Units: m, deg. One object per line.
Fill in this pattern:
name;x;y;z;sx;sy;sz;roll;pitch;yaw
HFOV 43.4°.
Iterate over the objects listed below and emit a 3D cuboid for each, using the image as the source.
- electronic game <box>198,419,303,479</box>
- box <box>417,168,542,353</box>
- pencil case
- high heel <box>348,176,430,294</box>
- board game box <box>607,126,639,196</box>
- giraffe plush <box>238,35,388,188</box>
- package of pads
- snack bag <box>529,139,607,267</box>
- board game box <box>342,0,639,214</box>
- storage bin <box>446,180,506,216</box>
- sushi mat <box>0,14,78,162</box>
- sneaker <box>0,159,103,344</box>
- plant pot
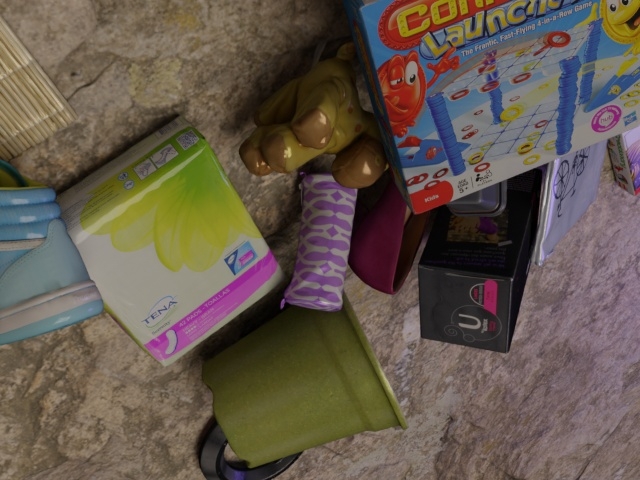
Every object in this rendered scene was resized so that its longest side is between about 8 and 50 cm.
electronic game;-0.109;0.356;1.438;0.229;0.048;0.229;-18;130;-23
box;0.255;0.018;1.269;0.270;0.143;0.165;-62;153;-43
pencil case;0.000;0.000;1.145;0.088;0.206;0.086;8;166;-5
high heel;0.178;-0.092;1.197;0.377;0.181;0.127;-51;136;9
board game box;0.681;-0.247;1.530;0.305;0.053;0.193;-40;136;-3
giraffe plush;0.025;-0.136;1.045;0.170;0.181;0.210;42;64;-26
package of pads;-0.202;0.011;1.067;0.229;0.101;0.296;-36;135;-9
snack bag;0.411;-0.165;1.285;0.323;0.037;0.342;-35;133;-49
board game box;0.204;-0.209;0.901;0.308;0.086;0.302;-22;136;1
storage bin;0.198;-0.102;1.107;0.091;0.098;0.135;1;89;-66
sushi mat;-0.396;-0.197;0.825;0.151;0.019;0.316;-37;136;-7
sneaker;-0.402;0.021;0.915;0.319;0.208;0.127;-15;-177;21
plant pot;-0.036;0.219;1.257;0.254;0.276;0.276;-25;135;-1
